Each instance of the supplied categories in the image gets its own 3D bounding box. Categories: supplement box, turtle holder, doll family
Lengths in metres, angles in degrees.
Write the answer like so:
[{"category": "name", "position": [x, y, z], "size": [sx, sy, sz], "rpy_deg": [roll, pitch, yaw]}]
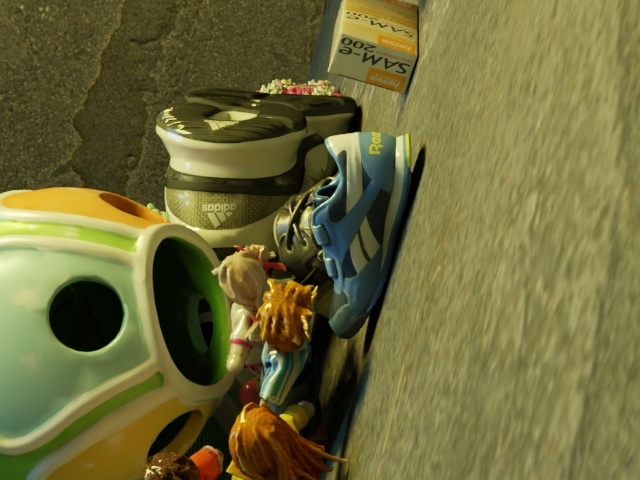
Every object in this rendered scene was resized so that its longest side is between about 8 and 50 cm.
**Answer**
[{"category": "supplement box", "position": [0.042, -0.158, 0.907], "size": [0.098, 0.062, 0.036], "rpy_deg": [-84, 11, -56]}, {"category": "turtle holder", "position": [-0.190, 0.108, 0.887], "size": [0.243, 0.228, 0.320], "rpy_deg": [45, -143, -48]}, {"category": "doll family", "position": [-0.030, 0.113, 0.774], "size": [0.163, 0.118, 0.263], "rpy_deg": [83, -163, -48]}]

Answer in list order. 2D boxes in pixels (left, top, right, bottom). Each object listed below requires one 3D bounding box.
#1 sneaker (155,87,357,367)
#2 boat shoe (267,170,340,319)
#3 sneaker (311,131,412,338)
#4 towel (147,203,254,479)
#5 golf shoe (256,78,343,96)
[{"category": "sneaker", "position": [-0.067, -0.015, 1.164], "size": [0.447, 0.169, 0.257], "rpy_deg": [-50, -36, -75]}, {"category": "boat shoe", "position": [0.000, -0.001, 0.873], "size": [0.223, 0.074, 0.080], "rpy_deg": [112, 169, -66]}, {"category": "sneaker", "position": [0.019, -0.006, 0.753], "size": [0.053, 0.059, 0.144], "rpy_deg": [-92, 13, -70]}, {"category": "towel", "position": [-0.114, 0.152, 1.140], "size": [0.248, 0.038, 0.324], "rpy_deg": [62, -163, -49]}, {"category": "golf shoe", "position": [-0.028, -0.143, 1.552], "size": [0.306, 0.115, 0.140], "rpy_deg": [-66, -20, -79]}]
